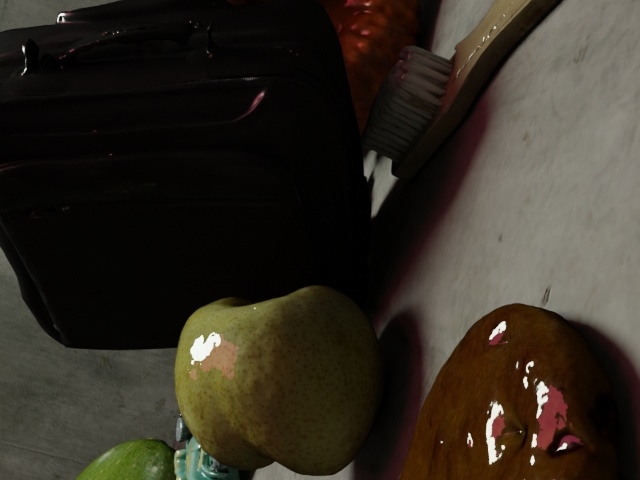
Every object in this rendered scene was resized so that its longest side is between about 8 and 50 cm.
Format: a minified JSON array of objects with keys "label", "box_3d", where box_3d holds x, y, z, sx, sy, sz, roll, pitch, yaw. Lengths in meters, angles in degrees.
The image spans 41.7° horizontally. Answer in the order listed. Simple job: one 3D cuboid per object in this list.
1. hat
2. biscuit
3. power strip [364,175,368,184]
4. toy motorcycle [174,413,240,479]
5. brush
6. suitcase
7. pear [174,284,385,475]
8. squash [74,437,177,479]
[{"label":"hat","box_3d":[-0.026,-0.225,1.027,0.400,0.285,0.285,82,-156,-84]},{"label":"biscuit","box_3d":[0.071,0.126,0.392,0.212,0.036,0.212,-163,90,-82]},{"label":"power strip","box_3d":[0.000,0.000,0.982,0.081,0.035,0.192,-42,-17,-48]},{"label":"toy motorcycle","box_3d":[-0.164,0.356,1.255,0.296,0.109,0.198,138,138,-70]},{"label":"brush","box_3d":[0.100,-0.140,0.634,0.327,0.065,0.070,129,159,-65]},{"label":"suitcase","box_3d":[-0.130,-0.054,0.770,0.188,0.345,0.339,-80,-17,-46]},{"label":"pear","box_3d":[-0.031,0.108,0.652,0.167,0.167,0.137,180,80,-81]},{"label":"squash","box_3d":[-0.380,0.565,1.709,0.309,0.310,0.310,-58,-6,-50]}]
